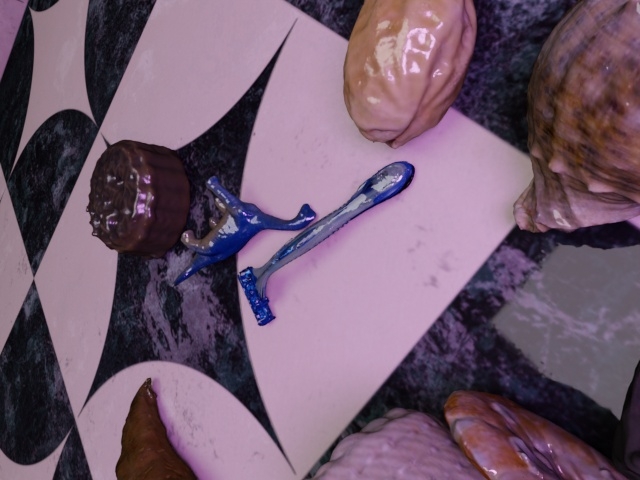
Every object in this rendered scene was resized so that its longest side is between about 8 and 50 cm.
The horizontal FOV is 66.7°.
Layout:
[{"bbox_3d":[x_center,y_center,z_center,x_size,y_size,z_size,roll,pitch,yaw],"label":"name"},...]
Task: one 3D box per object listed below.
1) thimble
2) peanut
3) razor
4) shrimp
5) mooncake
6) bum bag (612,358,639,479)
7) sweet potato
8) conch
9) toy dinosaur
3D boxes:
[{"bbox_3d":[0.071,0.269,0.428,0.150,0.219,0.218,38,108,41],"label":"thimble"},{"bbox_3d":[0.112,-0.263,0.545,0.149,0.149,0.312,9,83,42],"label":"peanut"},{"bbox_3d":[-0.008,-0.001,0.654,0.324,0.056,0.093,-40,64,28],"label":"razor"},{"bbox_3d":[0.218,0.218,0.346,0.317,0.164,0.062,38,108,32],"label":"shrimp"},{"bbox_3d":[-0.354,-0.079,0.934,0.228,0.124,0.228,-7,79,40],"label":"mooncake"},{"bbox_3d":[0.312,0.047,0.324,0.080,0.142,0.326,32,111,8],"label":"bum bag"},{"bbox_3d":[-0.246,0.395,0.760,0.423,0.131,0.130,42,110,49],"label":"sweet potato"},{"bbox_3d":[0.232,-0.113,0.352,0.291,0.159,0.209,-38,44,47],"label":"conch"},{"bbox_3d":[-0.130,0.010,0.762,0.188,0.075,0.247,39,103,28],"label":"toy dinosaur"}]
